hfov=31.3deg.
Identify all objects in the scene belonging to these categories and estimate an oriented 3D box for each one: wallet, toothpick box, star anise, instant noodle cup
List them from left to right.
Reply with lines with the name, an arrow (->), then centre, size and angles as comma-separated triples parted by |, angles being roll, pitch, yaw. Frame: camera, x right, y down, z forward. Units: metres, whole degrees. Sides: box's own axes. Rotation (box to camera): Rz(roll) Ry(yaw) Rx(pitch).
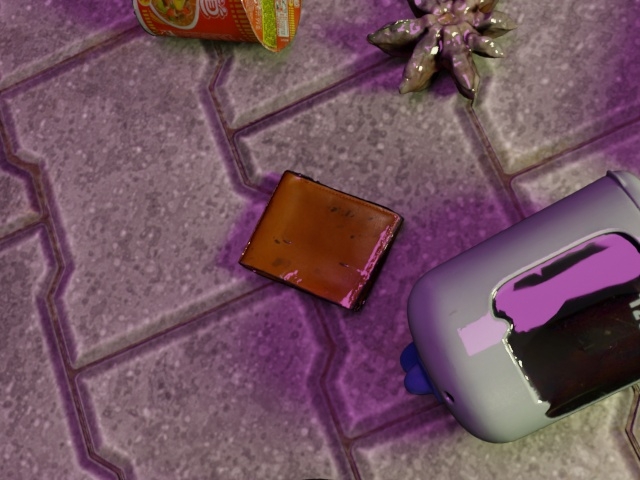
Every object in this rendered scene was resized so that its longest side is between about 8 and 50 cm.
instant noodle cup -> -0.161, -0.371, 1.690 | 0.212, 0.193, 0.193 | 2, 70, 24
wallet -> 0.000, 0.002, 1.570 | 0.195, 0.042, 0.161 | 20, 72, 24
star anise -> 0.179, -0.301, 1.606 | 0.236, 0.093, 0.229 | -43, 65, -2
toothpick box -> 0.258, 0.093, 1.366 | 0.355, 0.263, 0.263 | -28, 65, 5

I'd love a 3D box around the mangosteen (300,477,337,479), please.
mangosteen -> 0.037, 0.417, 1.277 | 0.347, 0.307, 0.307 | -5, 65, -20
